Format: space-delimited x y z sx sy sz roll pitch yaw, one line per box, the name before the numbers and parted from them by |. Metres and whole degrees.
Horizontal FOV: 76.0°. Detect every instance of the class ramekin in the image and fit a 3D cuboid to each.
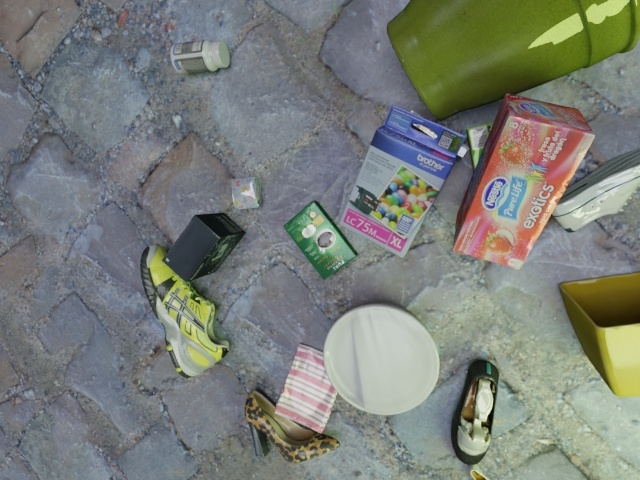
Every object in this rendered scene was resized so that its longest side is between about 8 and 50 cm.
ramekin | 0.151 0.276 1.015 0.273 0.127 0.272 1 96 13

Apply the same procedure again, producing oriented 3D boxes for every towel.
towel | -0.026 0.394 1.098 0.144 0.029 0.196 19 84 10

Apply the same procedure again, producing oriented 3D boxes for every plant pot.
plant pot | 0.339 -0.431 0.815 0.353 0.366 0.366 -29 88 27
plant pot | 0.656 0.198 0.851 0.212 0.212 0.187 -12 105 15

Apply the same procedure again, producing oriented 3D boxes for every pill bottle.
pill bottle | -0.318 -0.489 1.089 0.137 0.078 0.078 1 95 14

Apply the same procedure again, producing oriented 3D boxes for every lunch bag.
lunch bag | -0.199 -0.126 1.106 0.071 0.053 0.083 -6 84 12

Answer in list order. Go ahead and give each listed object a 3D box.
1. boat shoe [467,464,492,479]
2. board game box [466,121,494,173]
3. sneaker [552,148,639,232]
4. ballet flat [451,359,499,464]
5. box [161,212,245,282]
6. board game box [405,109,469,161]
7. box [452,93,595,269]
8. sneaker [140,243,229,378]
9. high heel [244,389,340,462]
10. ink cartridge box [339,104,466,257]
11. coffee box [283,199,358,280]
boat shoe | 0.411 0.607 1.026 0.035 0.035 0.100 -42 84 14
board game box | 0.427 -0.147 0.954 0.124 0.039 0.259 -10 91 15
sneaker | 0.632 -0.110 0.888 0.258 0.094 0.091 -32 105 19
ballet flat | 0.372 0.429 0.989 0.096 0.096 0.280 6 97 13
box | -0.306 0.014 1.090 0.093 0.158 0.156 41 104 7
board game box | 0.268 -0.240 0.950 0.154 0.103 0.026 37 103 9
box | 0.383 -0.114 0.816 0.142 0.154 0.299 17 128 10
sneaker | -0.382 0.182 1.155 0.147 0.145 0.384 -23 92 -6
high heel | -0.085 0.495 1.113 0.262 0.093 0.186 -11 92 19
ink cartridge box | 0.179 -0.130 0.948 0.186 0.065 0.311 29 121 12
coffee box | 0.000 0.000 1.072 0.113 0.040 0.184 -40 84 15
